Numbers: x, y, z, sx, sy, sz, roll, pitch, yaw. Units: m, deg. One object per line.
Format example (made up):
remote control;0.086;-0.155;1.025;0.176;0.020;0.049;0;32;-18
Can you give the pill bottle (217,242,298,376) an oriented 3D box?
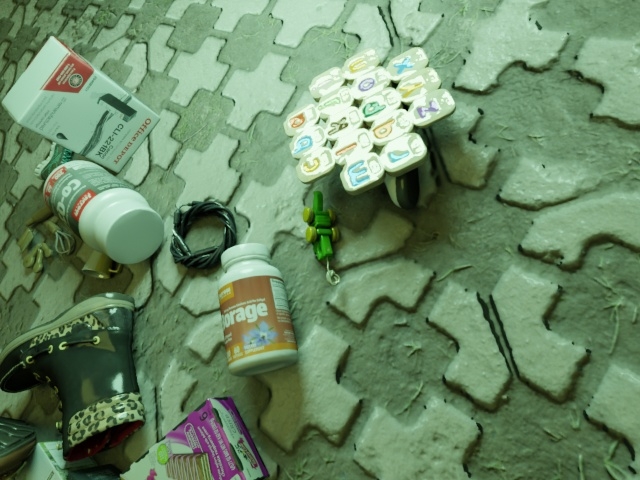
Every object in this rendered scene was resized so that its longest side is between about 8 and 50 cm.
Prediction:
pill bottle;-0.117;0.120;0.740;0.121;0.121;0.216;-23;64;18

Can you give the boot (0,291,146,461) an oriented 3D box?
boot;-0.529;0.313;0.877;0.378;0.138;0.284;-30;62;8

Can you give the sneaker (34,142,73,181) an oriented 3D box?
sneaker;-0.757;-0.233;1.220;0.076;0.065;0.166;35;94;15

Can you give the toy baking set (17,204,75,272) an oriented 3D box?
toy baking set;-0.745;-0.021;1.155;0.256;0.030;0.196;-31;65;15

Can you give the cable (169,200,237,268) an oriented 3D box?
cable;-0.258;-0.012;0.897;0.185;0.047;0.150;11;78;28

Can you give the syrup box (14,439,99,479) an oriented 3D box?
syrup box;-0.479;0.501;0.807;0.237;0.093;0.096;28;86;31

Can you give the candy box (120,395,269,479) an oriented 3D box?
candy box;-0.224;0.410;0.725;0.233;0.071;0.159;-43;61;8

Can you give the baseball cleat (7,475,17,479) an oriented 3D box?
baseball cleat;-0.647;0.561;0.852;0.206;0.072;0.109;-15;38;49

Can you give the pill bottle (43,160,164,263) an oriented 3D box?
pill bottle;-0.504;-0.068;0.970;0.283;0.161;0.161;29;87;31

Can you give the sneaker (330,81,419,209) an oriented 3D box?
sneaker;0.090;-0.163;0.754;0.145;0.090;0.269;-13;65;23

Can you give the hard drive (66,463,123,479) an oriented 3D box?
hard drive;-0.391;0.464;0.775;0.135;0.094;0.022;13;79;29

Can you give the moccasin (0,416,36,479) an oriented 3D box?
moccasin;-0.656;0.426;0.808;0.380;0.139;0.146;-23;47;48

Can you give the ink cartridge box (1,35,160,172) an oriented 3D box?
ink cartridge box;-0.573;-0.319;1.028;0.114;0.273;0.197;40;93;27

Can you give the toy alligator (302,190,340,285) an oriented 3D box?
toy alligator;0.000;0.000;0.767;0.051;0.056;0.189;134;131;-57

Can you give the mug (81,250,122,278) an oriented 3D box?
mug;-0.527;0.055;1.011;0.062;0.078;0.064;-29;47;52

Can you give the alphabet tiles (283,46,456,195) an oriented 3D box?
alphabet tiles;0.073;-0.213;0.718;0.278;0.021;0.284;-24;59;14
